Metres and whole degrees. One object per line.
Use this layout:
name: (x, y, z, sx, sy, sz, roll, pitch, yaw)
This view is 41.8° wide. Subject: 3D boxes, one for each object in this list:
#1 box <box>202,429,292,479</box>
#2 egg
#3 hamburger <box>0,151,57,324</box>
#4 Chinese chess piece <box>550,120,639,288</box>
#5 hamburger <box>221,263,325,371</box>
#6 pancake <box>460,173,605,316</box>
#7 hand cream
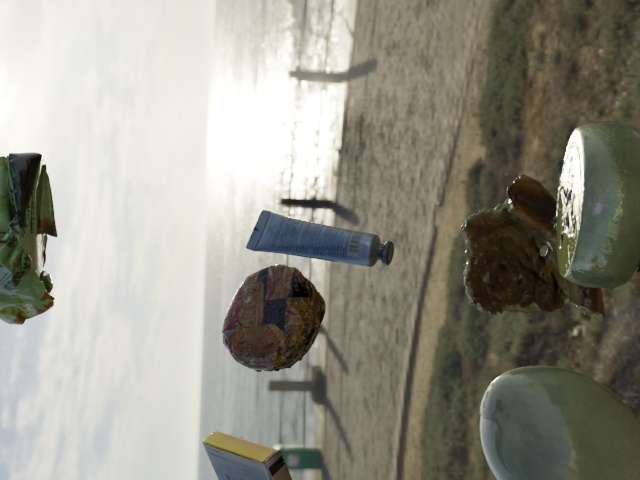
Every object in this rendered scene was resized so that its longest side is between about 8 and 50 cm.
box: (-0.067, 0.366, 1.105, 0.129, 0.033, 0.247, 4, 121, 43)
egg: (0.309, 0.262, 1.060, 0.186, 0.253, 0.186, -43, 7, 7)
hamburger: (-0.415, -0.019, 1.111, 0.214, 0.125, 0.235, 106, 152, -55)
Chinese chess piece: (0.315, -0.040, 0.947, 0.188, 0.083, 0.188, 5, -90, -82)
hamburger: (-0.101, 0.157, 1.699, 0.107, 0.231, 0.230, 55, -153, -54)
pancake: (0.326, 0.011, 1.252, 0.056, 0.258, 0.212, -161, 77, -66)
hand cream: (0.000, 0.000, 1.526, 0.058, 0.272, 0.091, 65, -140, -56)
